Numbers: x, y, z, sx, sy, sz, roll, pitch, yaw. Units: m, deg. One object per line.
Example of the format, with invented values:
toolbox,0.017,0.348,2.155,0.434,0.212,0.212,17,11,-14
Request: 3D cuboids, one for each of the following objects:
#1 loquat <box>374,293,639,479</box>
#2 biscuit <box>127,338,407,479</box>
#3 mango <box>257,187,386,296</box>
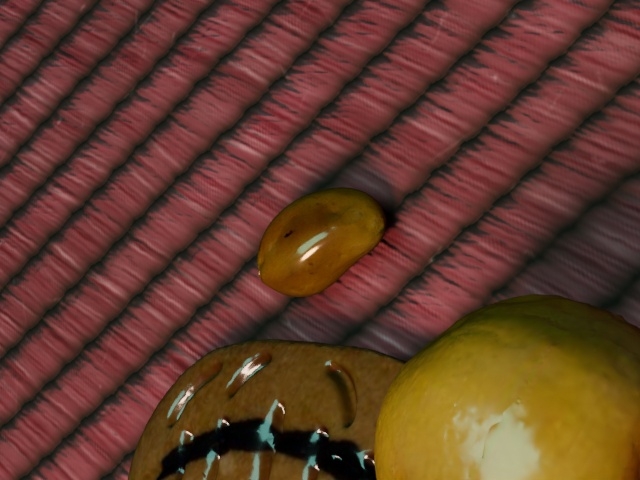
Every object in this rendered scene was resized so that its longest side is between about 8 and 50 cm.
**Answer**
loquat,0.135,0.135,1.019,0.208,0.208,0.208,-17,64,39
biscuit,-0.023,0.229,1.232,0.367,0.063,0.314,4,77,43
mango,0.000,0.000,1.292,0.114,0.060,0.080,-26,43,37
